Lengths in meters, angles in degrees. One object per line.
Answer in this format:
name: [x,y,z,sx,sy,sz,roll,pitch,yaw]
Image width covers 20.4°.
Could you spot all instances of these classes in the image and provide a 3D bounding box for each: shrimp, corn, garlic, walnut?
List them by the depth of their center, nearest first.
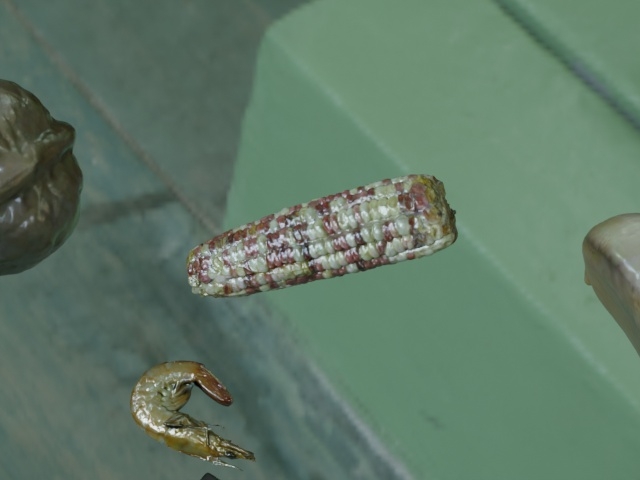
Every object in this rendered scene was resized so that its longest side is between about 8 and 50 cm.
corn: [0.000,0.000,1.531,0.237,0.079,0.079,-15,49,13]
walnut: [-0.342,-0.066,1.819,0.224,0.224,0.224,1,50,-1]
garlic: [0.395,0.111,1.933,0.151,0.196,0.338,-12,60,-19]
shrimp: [-0.131,0.189,1.939,0.162,0.045,0.095,24,64,16]

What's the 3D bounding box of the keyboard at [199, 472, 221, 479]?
keyboard: [-0.161,0.340,1.553,0.106,0.027,0.317,27,58,25]
